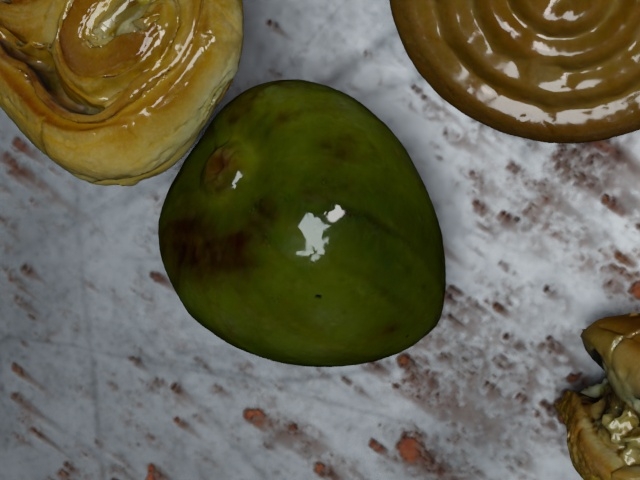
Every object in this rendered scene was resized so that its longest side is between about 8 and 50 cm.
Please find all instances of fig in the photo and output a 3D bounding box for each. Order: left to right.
[{"bbox_3d":[0.000,0.000,0.934,0.225,0.203,0.203,31,108,-34],"label":"fig"}]

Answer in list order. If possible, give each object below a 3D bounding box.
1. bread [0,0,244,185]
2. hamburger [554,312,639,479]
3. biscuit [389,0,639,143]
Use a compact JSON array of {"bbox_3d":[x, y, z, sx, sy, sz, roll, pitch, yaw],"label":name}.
[{"bbox_3d":[-0.160,-0.154,0.933,0.236,0.120,0.198,47,106,25],"label":"bread"},{"bbox_3d":[0.315,0.151,0.892,0.283,0.156,0.144,20,100,3],"label":"hamburger"},{"bbox_3d":[0.174,-0.184,0.890,0.262,0.037,0.262,6,118,11],"label":"biscuit"}]
